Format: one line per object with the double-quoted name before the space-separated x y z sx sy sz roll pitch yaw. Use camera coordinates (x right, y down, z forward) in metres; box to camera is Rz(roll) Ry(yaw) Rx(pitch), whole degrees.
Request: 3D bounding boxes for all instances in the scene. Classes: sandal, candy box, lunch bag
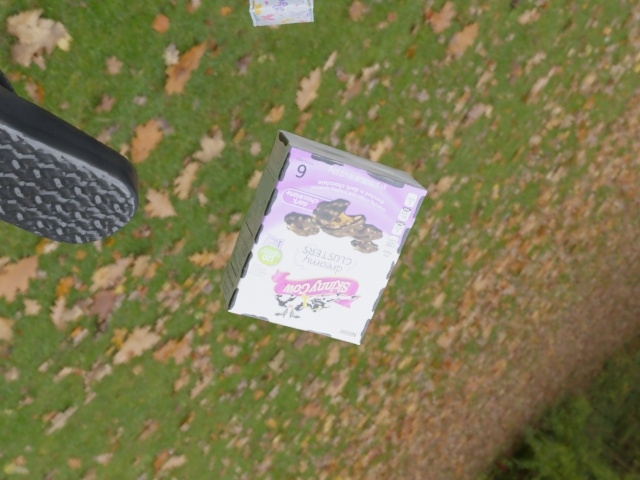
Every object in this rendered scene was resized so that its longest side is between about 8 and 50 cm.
"sandal" -0.356 -0.133 0.833 0.167 0.107 0.445 -26 142 22
"candy box" 0.000 0.000 0.993 0.164 0.070 0.196 16 107 -21
"lunch bag" -0.043 -0.262 0.984 0.083 0.071 0.053 68 18 -86
